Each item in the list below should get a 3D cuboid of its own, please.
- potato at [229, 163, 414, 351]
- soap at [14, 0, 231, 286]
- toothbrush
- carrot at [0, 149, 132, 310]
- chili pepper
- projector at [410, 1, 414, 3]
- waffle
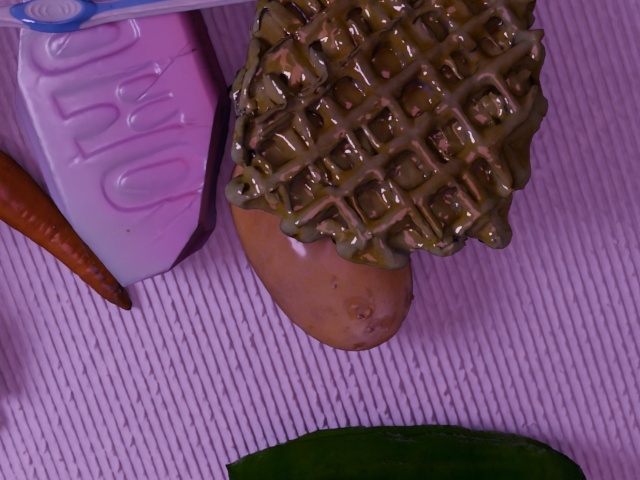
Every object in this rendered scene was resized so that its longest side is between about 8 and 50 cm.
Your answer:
[{"bbox_3d":[0.000,0.000,1.372,0.150,0.146,0.234,-34,95,15],"label":"potato"},{"bbox_3d":[-0.188,-0.129,1.376,0.192,0.109,0.324,-18,99,4],"label":"soap"},{"bbox_3d":[-0.232,-0.210,1.289,0.386,0.040,0.040,-9,99,4],"label":"toothbrush"},{"bbox_3d":[-0.282,-0.020,1.422,0.256,0.061,0.061,41,97,-9],"label":"carrot"},{"bbox_3d":[0.097,0.291,1.404,0.384,0.167,0.213,1,84,0],"label":"chili pepper"},{"bbox_3d":[0.099,-0.290,1.372,0.115,0.061,0.147,-12,98,4],"label":"projector"},{"bbox_3d":[0.065,-0.133,1.293,0.297,0.073,0.317,11,81,-5],"label":"waffle"}]
